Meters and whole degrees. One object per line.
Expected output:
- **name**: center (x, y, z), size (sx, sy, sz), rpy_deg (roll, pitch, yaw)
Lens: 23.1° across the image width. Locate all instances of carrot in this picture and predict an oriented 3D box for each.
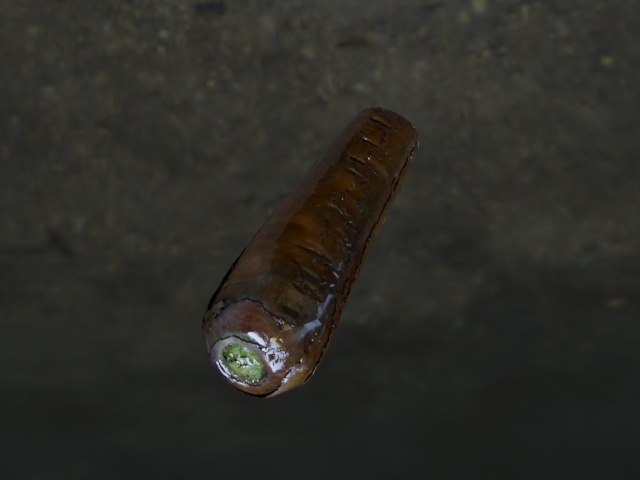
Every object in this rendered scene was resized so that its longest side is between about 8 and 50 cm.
- **carrot**: center (0.000, 0.000, 0.700), size (0.055, 0.161, 0.055), rpy_deg (19, 142, 16)
